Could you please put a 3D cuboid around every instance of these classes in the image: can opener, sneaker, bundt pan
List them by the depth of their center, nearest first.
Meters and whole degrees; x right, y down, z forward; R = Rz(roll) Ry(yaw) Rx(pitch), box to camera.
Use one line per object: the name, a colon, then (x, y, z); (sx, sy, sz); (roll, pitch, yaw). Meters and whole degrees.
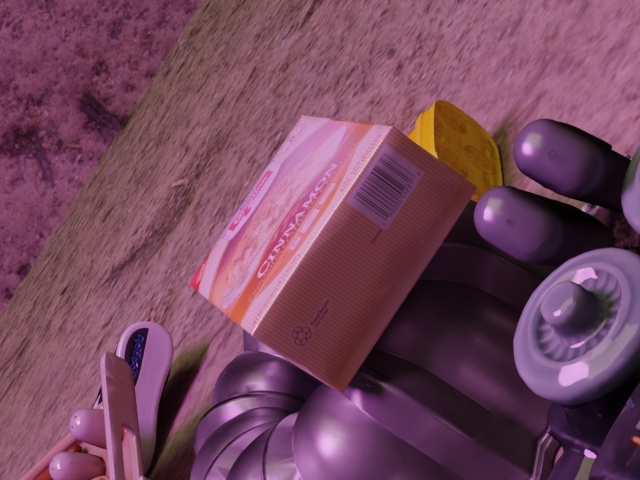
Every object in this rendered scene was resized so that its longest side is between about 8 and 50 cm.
can opener: (0.135, -0.025, 0.748); (0.074, 0.093, 0.280); (-62, -16, 10)
bundt pan: (0.027, 0.100, 0.899); (0.331, 0.124, 0.331); (-46, 20, 23)
sneaker: (-0.209, 0.200, 1.418); (0.121, 0.079, 0.217); (122, 168, -69)

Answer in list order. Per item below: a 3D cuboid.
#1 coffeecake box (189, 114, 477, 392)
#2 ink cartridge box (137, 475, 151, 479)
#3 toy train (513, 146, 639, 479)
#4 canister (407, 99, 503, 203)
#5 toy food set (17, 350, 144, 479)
coffeecake box: (0.000, 0.000, 0.834); (0.142, 0.068, 0.185); (-57, 17, -3)
ink cartridge box: (-0.167, 0.320, 1.038); (0.219, 0.092, 0.160); (-51, 18, 9)
toy train: (0.225, 0.004, 0.573); (0.334, 0.142, 0.190); (-55, 30, -8)
canister: (0.065, -0.017, 1.095); (0.170, 0.073, 0.126); (-47, 19, 28)
toy food set: (-0.267, 0.274, 1.256); (0.306, 0.092, 0.220); (-43, 43, 32)
